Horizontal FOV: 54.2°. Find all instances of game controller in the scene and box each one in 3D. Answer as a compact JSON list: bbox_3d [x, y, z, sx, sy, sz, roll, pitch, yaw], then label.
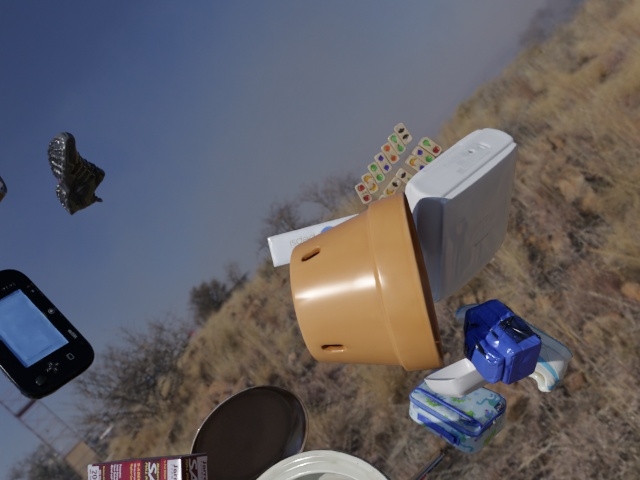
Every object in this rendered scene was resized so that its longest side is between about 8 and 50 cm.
[{"bbox_3d":[-0.633,0.192,1.333,0.166,0.319,0.067,-39,-18,-34],"label":"game controller"}]

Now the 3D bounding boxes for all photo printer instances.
[{"bbox_3d":[0.275,-0.034,1.241,0.256,0.107,0.308,-36,-40,-29],"label":"photo printer"}]

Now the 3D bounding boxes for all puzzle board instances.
[{"bbox_3d":[0.201,0.467,1.248,0.128,0.011,0.096,-43,-16,-3],"label":"puzzle board"}]

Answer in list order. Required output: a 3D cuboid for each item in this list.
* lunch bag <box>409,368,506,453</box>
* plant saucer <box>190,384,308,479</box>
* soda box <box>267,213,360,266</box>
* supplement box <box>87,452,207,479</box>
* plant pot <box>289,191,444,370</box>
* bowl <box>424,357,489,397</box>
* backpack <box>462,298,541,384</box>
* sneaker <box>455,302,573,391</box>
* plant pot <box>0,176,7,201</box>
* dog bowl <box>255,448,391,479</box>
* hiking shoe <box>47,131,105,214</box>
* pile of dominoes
[{"bbox_3d":[0.342,0.424,1.573,0.176,0.219,0.090,-25,-55,-36],"label":"lunch bag"},{"bbox_3d":[-0.173,0.482,1.510,0.311,0.310,0.050,-48,33,-11],"label":"plant saucer"},{"bbox_3d":[0.000,0.000,1.368,0.216,0.069,0.074,-15,-3,16],"label":"soda box"},{"bbox_3d":[-0.314,0.461,1.131,0.239,0.130,0.073,-15,-18,28],"label":"supplement box"},{"bbox_3d":[0.075,0.082,1.039,0.203,0.291,0.291,-12,8,12],"label":"plant pot"},{"bbox_3d":[0.329,0.319,1.448,0.142,0.053,0.142,-21,-4,-22],"label":"bowl"},{"bbox_3d":[0.275,0.155,0.993,0.101,0.120,0.098,-16,-46,-18],"label":"backpack"},{"bbox_3d":[0.358,0.198,1.193,0.092,0.228,0.087,-57,-13,-19],"label":"sneaker"},{"bbox_3d":[-0.906,-0.094,1.545,0.230,0.215,0.215,-34,-1,-2],"label":"plant pot"},{"bbox_3d":[0.018,0.567,1.024,0.407,0.150,0.408,-19,51,25],"label":"dog bowl"},{"bbox_3d":[-0.591,-0.174,1.530,0.114,0.086,0.227,-28,-35,-37],"label":"hiking shoe"},{"bbox_3d":[0.224,-0.168,1.698,0.251,0.196,0.040,-55,6,8],"label":"pile of dominoes"}]
